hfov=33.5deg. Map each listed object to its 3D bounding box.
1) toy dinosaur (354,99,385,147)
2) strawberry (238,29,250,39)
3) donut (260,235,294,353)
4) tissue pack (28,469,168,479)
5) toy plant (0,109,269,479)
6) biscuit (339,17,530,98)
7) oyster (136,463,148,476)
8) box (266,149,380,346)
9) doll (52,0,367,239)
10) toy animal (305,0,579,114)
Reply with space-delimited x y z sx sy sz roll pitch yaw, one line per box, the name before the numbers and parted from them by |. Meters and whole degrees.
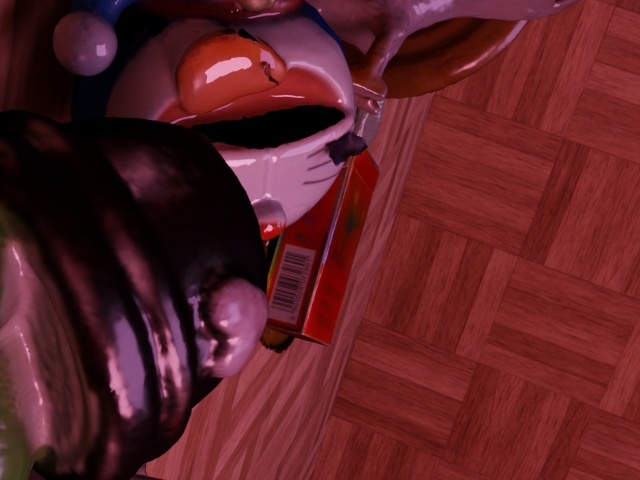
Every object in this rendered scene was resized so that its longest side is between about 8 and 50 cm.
toy dinosaur | 0.031 -0.150 1.317 0.393 0.092 0.205 -18 123 -76
strawberry | -0.072 -0.146 0.709 0.096 0.083 0.083 109 6 -63
donut | -0.055 -0.029 1.009 0.272 0.107 0.272 15 90 -80
tissue pack | -0.121 0.218 0.633 0.246 0.159 0.136 28 80 -46
toy plant | -0.145 0.046 0.459 0.235 0.175 0.218 -26 136 -36
biscuit | 0.104 -0.254 1.054 0.037 0.262 0.262 42 65 -47
oyster | -0.192 0.233 0.796 0.223 0.083 0.214 95 18 -50
box | -0.001 0.000 0.931 0.112 0.048 0.175 43 62 -73
doll | -0.051 -0.121 0.582 0.215 0.161 0.257 -21 124 -33
toy animal | 0.085 -0.196 0.865 0.225 0.284 0.302 102 11 -54
